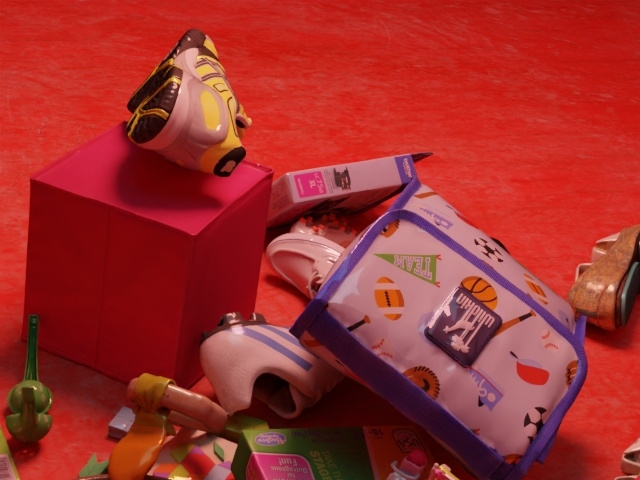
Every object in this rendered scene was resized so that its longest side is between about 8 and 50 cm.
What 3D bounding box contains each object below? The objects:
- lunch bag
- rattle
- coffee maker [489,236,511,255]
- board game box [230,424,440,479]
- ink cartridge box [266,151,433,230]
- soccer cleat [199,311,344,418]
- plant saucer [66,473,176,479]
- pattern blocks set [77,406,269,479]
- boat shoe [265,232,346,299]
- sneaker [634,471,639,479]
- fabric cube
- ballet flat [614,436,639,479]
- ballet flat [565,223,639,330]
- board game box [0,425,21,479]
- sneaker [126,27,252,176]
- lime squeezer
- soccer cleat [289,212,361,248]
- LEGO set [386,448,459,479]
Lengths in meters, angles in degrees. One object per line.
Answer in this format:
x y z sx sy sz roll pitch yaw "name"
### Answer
0.154 0.117 1.556 0.328 0.239 0.385 39 22 3 "lunch bag"
-0.178 0.245 1.499 0.130 0.200 0.143 3 70 -2 "rattle"
0.205 0.082 1.849 0.120 0.178 0.171 -11 35 -36 "coffee maker"
0.059 0.339 1.418 0.242 0.064 0.316 2 32 -26 "board game box"
0.030 -0.081 2.105 0.311 0.065 0.186 -14 -8 -35 "ink cartridge box"
-0.020 0.175 1.706 0.331 0.116 0.143 -1 63 -39 "soccer cleat"
-0.214 0.335 1.319 0.277 0.041 0.278 4 20 -1 "plant saucer"
-0.126 0.296 1.510 0.324 0.026 0.285 11 28 2 "pattern blocks set"
0.022 0.063 1.911 0.258 0.095 0.084 19 25 19 "boat shoe"
0.526 0.287 1.528 0.202 0.185 0.483 53 34 4 "sneaker"
-0.238 0.019 1.736 0.259 0.258 0.254 19 28 16 "fabric cube"
0.423 0.305 1.625 0.073 0.080 0.232 6 26 16 "ballet flat"
0.496 0.048 2.089 0.123 0.123 0.348 21 30 20 "ballet flat"
-0.455 0.231 1.511 0.124 0.039 0.259 -4 34 -26 "board game box"
-0.181 -0.185 1.759 0.147 0.145 0.385 36 20 -17 "sneaker"
-0.369 0.187 1.554 0.058 0.110 0.310 -14 15 -8 "lime squeezer"
0.000 0.000 2.057 0.068 0.076 0.196 38 19 24 "soccer cleat"
0.201 0.314 1.355 0.287 0.107 0.132 24 29 13 "LEGO set"
